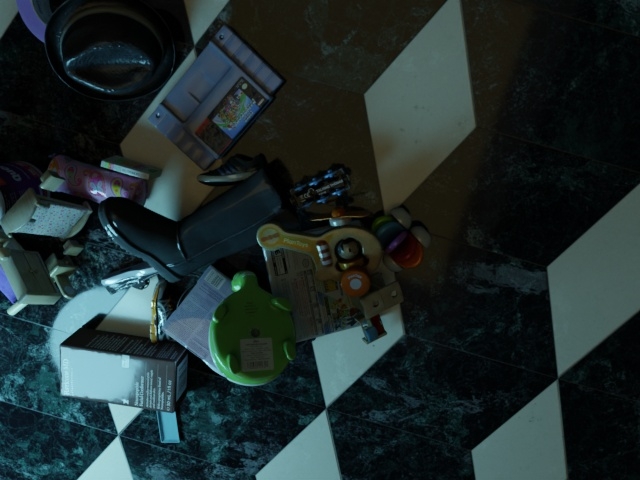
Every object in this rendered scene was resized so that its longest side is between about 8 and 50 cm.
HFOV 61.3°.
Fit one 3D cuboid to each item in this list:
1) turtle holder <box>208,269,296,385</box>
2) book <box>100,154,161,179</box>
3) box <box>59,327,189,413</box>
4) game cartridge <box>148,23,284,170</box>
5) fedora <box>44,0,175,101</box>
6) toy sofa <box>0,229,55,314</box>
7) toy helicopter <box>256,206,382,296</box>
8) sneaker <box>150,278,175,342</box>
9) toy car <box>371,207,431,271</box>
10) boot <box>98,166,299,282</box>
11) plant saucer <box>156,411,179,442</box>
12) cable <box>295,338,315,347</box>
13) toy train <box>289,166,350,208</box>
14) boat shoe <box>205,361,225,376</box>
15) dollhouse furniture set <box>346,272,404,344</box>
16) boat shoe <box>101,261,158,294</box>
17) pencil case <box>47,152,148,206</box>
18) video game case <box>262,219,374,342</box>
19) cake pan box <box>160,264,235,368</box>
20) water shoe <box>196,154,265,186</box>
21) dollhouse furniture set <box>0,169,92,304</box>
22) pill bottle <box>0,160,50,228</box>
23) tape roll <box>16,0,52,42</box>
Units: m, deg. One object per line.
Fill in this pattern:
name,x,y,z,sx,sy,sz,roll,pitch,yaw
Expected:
turtle holder,-0.214,0.253,1.524,0.243,0.227,0.320,-31,78,-25
book,-0.557,-0.211,1.593,0.144,0.096,0.035,16,105,0
box,-0.630,0.416,1.748,0.381,0.143,0.191,7,106,5
game cartridge,-0.297,-0.398,1.542,0.230,0.068,0.355,44,104,-2
fedora,-0.556,-0.488,1.432,0.334,0.152,0.334,-9,129,-11
toy sofa,-1.010,0.048,1.663,0.150,0.177,0.362,-35,100,12
toy helicopter,0.000,0.000,1.507,0.355,0.140,0.235,12,111,-1
sneaker,-0.496,0.223,1.719,0.083,0.084,0.215,3,109,-9
toy car,0.224,0.007,1.560,0.182,0.136,0.159,43,105,-7
boot,-0.327,-0.079,1.522,0.445,0.146,0.367,-23,142,14
plant saucer,-0.523,0.604,1.849,0.067,0.018,0.192,-2,104,6
cable,-0.084,0.266,1.674,0.150,0.047,0.184,-47,116,-12
toy train,0.000,-0.149,1.555,0.184,0.105,0.080,-23,98,10
boat shoe,-0.341,0.334,1.720,0.258,0.095,0.084,43,109,-8
dollhouse furniture set,0.175,0.211,1.592,0.129,0.129,0.184,-24,106,-13
boat shoe,-0.578,0.122,1.696,0.228,0.080,0.076,-17,109,10
pencil case,-0.663,-0.170,1.606,0.284,0.124,0.124,17,106,1
video game case,0.000,0.126,1.622,0.300,0.036,0.329,-13,104,-10
cake pan box,-0.316,0.242,1.663,0.267,0.070,0.246,36,79,-6
water shoe,-0.263,-0.207,1.593,0.203,0.073,0.080,-4,83,2
dollhouse furniture set,-0.728,0.008,1.545,0.355,0.303,0.174,-42,69,14
pill bottle,-0.934,-0.120,1.534,0.181,0.323,0.182,1,105,4
tape roll,-0.685,-0.665,1.489,0.274,0.090,0.275,1,106,4
